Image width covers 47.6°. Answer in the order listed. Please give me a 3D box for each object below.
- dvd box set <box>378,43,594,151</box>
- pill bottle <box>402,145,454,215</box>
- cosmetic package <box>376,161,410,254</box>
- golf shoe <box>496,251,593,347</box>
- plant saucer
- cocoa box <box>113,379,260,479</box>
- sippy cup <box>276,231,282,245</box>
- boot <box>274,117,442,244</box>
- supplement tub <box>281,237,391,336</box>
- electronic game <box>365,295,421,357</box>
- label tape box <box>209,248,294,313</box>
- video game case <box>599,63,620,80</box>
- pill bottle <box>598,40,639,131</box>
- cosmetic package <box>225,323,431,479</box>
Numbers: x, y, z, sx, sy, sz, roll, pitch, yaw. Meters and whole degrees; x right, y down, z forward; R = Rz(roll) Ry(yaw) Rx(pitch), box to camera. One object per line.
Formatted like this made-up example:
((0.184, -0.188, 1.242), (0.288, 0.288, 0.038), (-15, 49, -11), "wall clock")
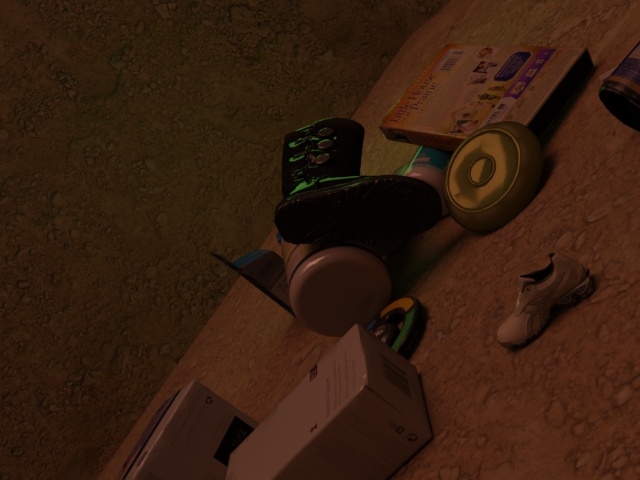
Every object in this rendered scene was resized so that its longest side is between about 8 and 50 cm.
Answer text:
((0.372, -0.334, 1.698), (0.420, 0.062, 0.308), (20, 65, 50), "dvd box set")
((0.305, -0.196, 1.785), (0.146, 0.146, 0.264), (-31, 24, 58), "pill bottle")
((0.204, -0.084, 1.932), (0.238, 0.107, 0.127), (-55, 14, -24), "cosmetic package")
((0.315, 0.085, 1.084), (0.176, 0.086, 0.069), (-48, 14, 23), "golf shoe")
((0.339, -0.139, 1.485), (0.241, 0.037, 0.241), (-25, 55, 41), "plant saucer")
((-0.336, 0.556, 1.725), (0.228, 0.231, 0.347), (-39, 17, 47), "cocoa box")
((0.000, 0.000, 2.143), (0.305, 0.224, 0.240), (-37, 19, 48), "sippy cup")
((0.083, -0.161, 1.726), (0.445, 0.366, 0.146), (-85, -8, -62), "boot")
((0.028, 0.048, 1.740), (0.235, 0.235, 0.325), (-47, 27, 18), "supplement tub")
((0.126, 0.209, 1.494), (0.229, 0.048, 0.229), (-48, 13, 15), "electronic game")
((-0.152, 0.099, 2.141), (0.106, 0.333, 0.240), (-53, 13, -9), "label tape box")
((0.569, -0.308, 1.287), (0.122, 0.011, 0.087), (-9, -12, -30), "video game case")
((0.566, -0.289, 1.166), (0.219, 0.122, 0.123), (-50, 12, 5), "pill bottle")
((0.000, 0.359, 1.262), (0.385, 0.156, 0.217), (-47, 15, 15), "cosmetic package")
